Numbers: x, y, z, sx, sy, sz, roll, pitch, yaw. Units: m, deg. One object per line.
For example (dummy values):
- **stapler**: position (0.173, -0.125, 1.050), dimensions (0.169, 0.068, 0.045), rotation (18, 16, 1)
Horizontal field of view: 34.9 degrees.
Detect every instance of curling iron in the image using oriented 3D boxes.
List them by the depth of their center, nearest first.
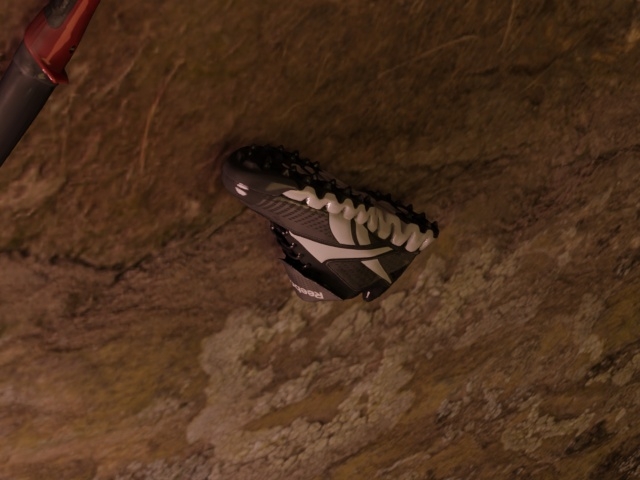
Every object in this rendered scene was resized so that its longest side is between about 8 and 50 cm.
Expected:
- **curling iron**: position (-0.150, -0.107, 0.604), dimensions (0.274, 0.035, 0.068), rotation (-52, 140, 5)

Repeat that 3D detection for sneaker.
- **sneaker**: position (0.000, 0.000, 0.795), dimensions (0.234, 0.078, 0.106), rotation (19, 106, -51)
